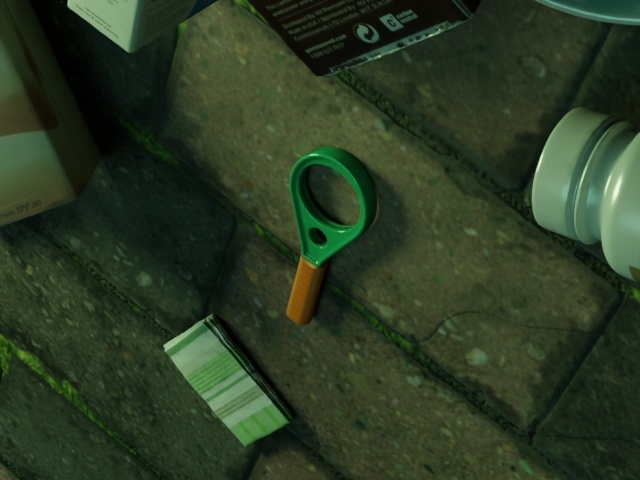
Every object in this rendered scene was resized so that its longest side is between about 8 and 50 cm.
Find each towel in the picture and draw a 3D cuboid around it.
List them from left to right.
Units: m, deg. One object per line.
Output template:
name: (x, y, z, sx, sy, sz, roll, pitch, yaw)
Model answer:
towel: (-0.103, 0.158, 1.838, 0.152, 0.023, 0.113, 51, 143, -4)

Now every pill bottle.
pill bottle: (0.285, -0.022, 1.242, 0.229, 0.131, 0.131, 21, 133, 30)

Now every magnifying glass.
magnifying glass: (0.000, 0.000, 1.613, 0.092, 0.026, 0.231, 34, 136, 18)

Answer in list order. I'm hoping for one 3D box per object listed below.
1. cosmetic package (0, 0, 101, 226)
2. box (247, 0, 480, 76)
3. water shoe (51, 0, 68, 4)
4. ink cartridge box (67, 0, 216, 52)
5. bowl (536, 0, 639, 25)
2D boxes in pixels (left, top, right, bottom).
cosmetic package: (-0.361, -0.170, 1.687, 0.153, 0.129, 0.296, -20, 110, 13)
box: (0.039, -0.261, 1.194, 0.167, 0.203, 0.168, 45, 145, -24)
water shoe: (-0.224, -0.304, 1.559, 0.080, 0.073, 0.203, 24, 143, -4)
ink cartridge box: (-0.130, -0.285, 1.407, 0.086, 0.148, 0.203, 37, 138, 18)
bowl: (0.211, -0.308, 1.031, 0.311, 0.163, 0.312, 15, 132, 17)
